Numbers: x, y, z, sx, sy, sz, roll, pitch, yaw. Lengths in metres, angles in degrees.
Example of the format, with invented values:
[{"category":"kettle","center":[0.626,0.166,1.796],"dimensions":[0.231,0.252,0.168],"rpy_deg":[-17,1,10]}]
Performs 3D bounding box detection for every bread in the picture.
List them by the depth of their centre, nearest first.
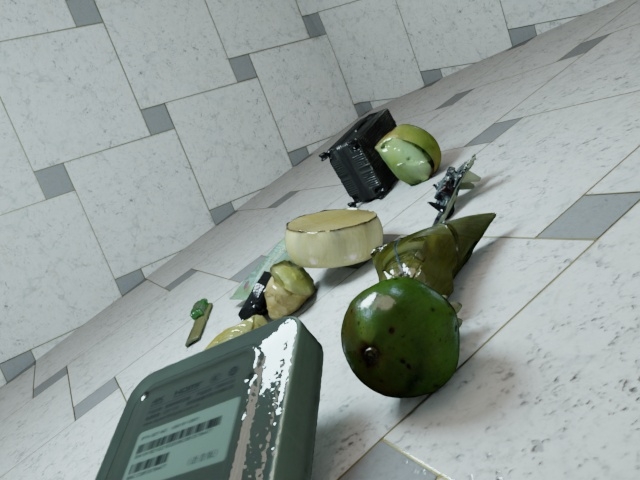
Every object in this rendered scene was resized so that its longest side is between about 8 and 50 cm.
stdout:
[{"category":"bread","center":[-0.170,0.257,1.285],"dimensions":[0.106,0.140,0.236],"rpy_deg":[-27,13,30]}]

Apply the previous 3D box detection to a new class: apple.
[{"category":"apple","center":[0.282,-0.278,2.024],"dimensions":[0.174,0.188,0.207],"rpy_deg":[-40,12,-10]}]

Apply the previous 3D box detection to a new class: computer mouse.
[{"category":"computer mouse","center":[-0.154,0.152,1.703],"dimensions":[0.121,0.074,0.217],"rpy_deg":[-62,0,12]}]

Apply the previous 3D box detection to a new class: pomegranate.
[{"category":"pomegranate","center":[0.141,0.141,0.983],"dimensions":[0.187,0.186,0.225],"rpy_deg":[-19,-5,44]}]

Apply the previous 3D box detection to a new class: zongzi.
[{"category":"zongzi","center":[0.238,0.034,1.209],"dimensions":[0.275,0.125,0.251],"rpy_deg":[-25,14,6]}]

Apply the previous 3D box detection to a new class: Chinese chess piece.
[{"category":"Chinese chess piece","center":[0.035,-0.010,1.652],"dimensions":[0.258,0.104,0.257],"rpy_deg":[-8,14,2]}]

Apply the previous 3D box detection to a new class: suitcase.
[{"category":"suitcase","center":[0.169,-0.293,2.216],"dimensions":[0.152,0.229,0.335],"rpy_deg":[-18,20,37]}]

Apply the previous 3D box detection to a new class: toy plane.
[{"category":"toy plane","center":[0.318,-0.116,1.606],"dimensions":[0.262,0.088,0.192],"rpy_deg":[-46,-8,-35]}]

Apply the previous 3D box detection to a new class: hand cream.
[{"category":"hand cream","center":[-0.143,0.078,1.932],"dimensions":[0.306,0.093,0.147],"rpy_deg":[-41,16,-25]}]

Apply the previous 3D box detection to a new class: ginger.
[{"category":"ginger","center":[-0.078,0.130,1.623],"dimensions":[0.122,0.115,0.193],"rpy_deg":[-60,-17,15]}]

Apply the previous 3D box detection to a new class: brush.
[{"category":"brush","center":[-0.380,0.246,1.971],"dimensions":[0.054,0.048,0.282],"rpy_deg":[-34,15,8]}]

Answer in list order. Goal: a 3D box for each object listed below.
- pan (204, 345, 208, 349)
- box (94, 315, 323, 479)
[{"category":"pan","center":[-0.227,0.266,1.581],"dimensions":[0.212,0.040,0.114],"rpy_deg":[-29,20,15]},{"category":"box","center":[-0.186,0.326,0.975],"dimensions":[0.396,0.111,0.396],"rpy_deg":[-25,32,24]}]
